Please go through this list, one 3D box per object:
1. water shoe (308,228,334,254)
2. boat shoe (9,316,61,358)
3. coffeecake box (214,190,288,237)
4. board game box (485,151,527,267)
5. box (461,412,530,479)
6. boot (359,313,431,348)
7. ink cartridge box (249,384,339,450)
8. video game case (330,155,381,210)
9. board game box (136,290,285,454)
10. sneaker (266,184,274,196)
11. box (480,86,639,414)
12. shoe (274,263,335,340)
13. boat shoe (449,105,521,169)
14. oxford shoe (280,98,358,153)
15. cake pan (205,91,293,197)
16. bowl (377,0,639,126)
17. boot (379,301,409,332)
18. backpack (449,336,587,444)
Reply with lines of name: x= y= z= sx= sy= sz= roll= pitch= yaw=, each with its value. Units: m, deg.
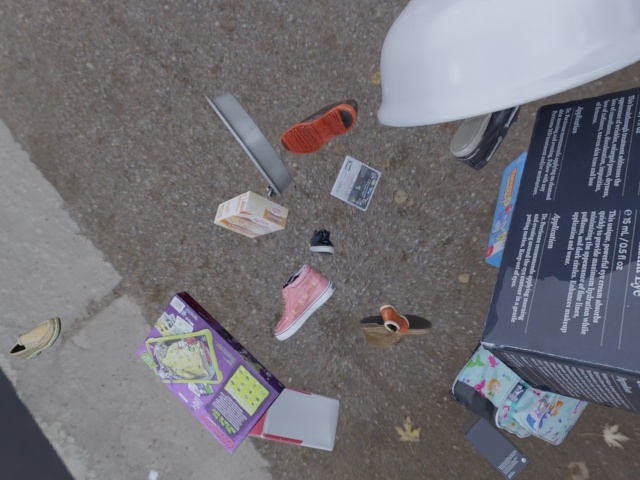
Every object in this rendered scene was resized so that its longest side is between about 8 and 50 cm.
water shoe: x=0.000 y=0.000 z=1.361 sx=0.073 sy=0.203 sz=0.080 roll=11 pitch=91 yaw=-15
boat shoe: x=-0.778 y=0.269 z=1.096 sx=0.190 sy=0.072 sz=0.068 roll=-41 pitch=57 yaw=21
coffeecake box: x=-0.212 y=-0.074 z=1.231 sx=0.142 sy=0.186 sz=0.068 roll=25 pitch=66 yaw=-35
board game box: x=0.594 y=-0.027 z=1.009 sx=0.302 sy=0.086 sz=0.308 roll=24 pitch=64 yaw=-3
box: x=0.601 y=0.705 z=1.418 sx=0.103 sy=0.261 sz=0.184 roll=-44 pitch=66 yaw=0
boot: x=0.302 y=0.361 z=1.592 sx=0.305 sy=0.112 sz=0.115 roll=-9 pitch=98 yaw=41
ink cartridge box: x=-0.169 y=0.594 z=1.390 sx=0.279 sy=0.385 sz=0.160 roll=27 pitch=59 yaw=-31
video game case: x=0.155 y=-0.248 z=1.763 sx=0.173 sy=0.022 sz=0.190 roll=25 pitch=79 yaw=-12
board game box: x=-0.273 y=0.312 z=0.976 sx=0.347 sy=0.056 sz=0.208 roll=40 pitch=100 yaw=13
sneaker: x=-0.196 y=-0.197 z=1.584 sx=0.040 sy=0.109 sz=0.043 roll=-30 pitch=93 yaw=-9
box: x=0.389 y=0.008 z=0.422 sx=0.313 sy=0.179 sz=0.343 roll=1 pitch=61 yaw=48
shoe: x=-0.056 y=0.127 z=0.839 sx=0.081 sy=0.063 sz=0.178 roll=40 pitch=110 yaw=-11
boat shoe: x=0.295 y=-0.211 z=0.680 sx=0.065 sy=0.075 sz=0.206 roll=37 pitch=84 yaw=-25
oxford shoe: x=-0.002 y=-0.340 z=1.213 sx=0.272 sy=0.097 sz=0.098 roll=-14 pitch=37 yaw=33
cake pan: x=-0.163 y=-0.233 z=0.976 sx=0.054 sy=0.293 sz=0.293 roll=-37 pitch=80 yaw=-1
bowl: x=0.186 y=-0.241 z=0.434 sx=0.298 sy=0.298 sz=0.134 roll=-22 pitch=112 yaw=1
boot: x=0.245 y=0.276 z=1.321 sx=0.059 sy=0.158 sz=0.084 roll=-29 pitch=39 yaw=21
backpack: x=0.389 y=0.232 z=0.748 sx=0.191 sy=0.225 sz=0.253 roll=21 pitch=77 yaw=47
